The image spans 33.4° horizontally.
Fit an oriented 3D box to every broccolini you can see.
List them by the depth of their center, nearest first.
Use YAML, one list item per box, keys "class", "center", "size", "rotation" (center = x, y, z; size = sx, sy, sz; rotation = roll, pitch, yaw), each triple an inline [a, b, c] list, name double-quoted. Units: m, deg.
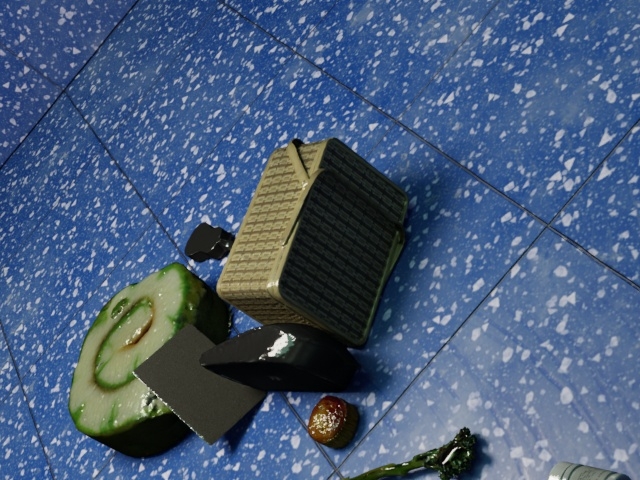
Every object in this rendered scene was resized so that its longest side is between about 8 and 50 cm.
- class: "broccolini"
  center: [0.126, 0.337, 1.549]
  size: [0.254, 0.071, 0.057]
  rotation: [-31, 81, 37]

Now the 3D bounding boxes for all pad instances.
- class: "pad"
  center: [-0.214, 0.252, 1.893]
  size: [0.143, 0.003, 0.211]
  rotation: [-41, 62, -20]

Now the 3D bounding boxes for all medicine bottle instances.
- class: "medicine bottle"
  center: [0.331, 0.307, 1.310]
  size: [0.091, 0.058, 0.058]
  rotation: [2, 62, 49]

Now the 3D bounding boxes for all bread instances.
- class: "bread"
  center: [0.016, 0.284, 1.688]
  size: [0.085, 0.053, 0.085]
  rotation: [-29, 41, 29]
- class: "bread"
  center: [-0.331, 0.230, 2.061]
  size: [0.366, 0.129, 0.382]
  rotation: [-49, 36, 3]

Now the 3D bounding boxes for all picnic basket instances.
- class: "picnic basket"
  center: [0.000, 0.000, 1.804]
  size: [0.175, 0.228, 0.312]
  rotation: [-6, 56, 48]

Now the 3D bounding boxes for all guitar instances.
- class: "guitar"
  center: [-0.185, 0.009, 2.169]
  size: [0.271, 0.038, 0.083]
  rotation: [5, 65, 50]

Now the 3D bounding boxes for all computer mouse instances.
- class: "computer mouse"
  center: [-0.064, 0.189, 1.755]
  size: [0.295, 0.168, 0.087]
  rotation: [-11, 59, 46]
